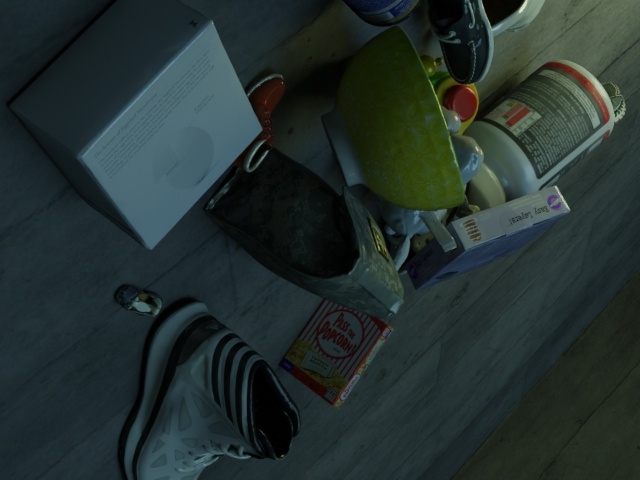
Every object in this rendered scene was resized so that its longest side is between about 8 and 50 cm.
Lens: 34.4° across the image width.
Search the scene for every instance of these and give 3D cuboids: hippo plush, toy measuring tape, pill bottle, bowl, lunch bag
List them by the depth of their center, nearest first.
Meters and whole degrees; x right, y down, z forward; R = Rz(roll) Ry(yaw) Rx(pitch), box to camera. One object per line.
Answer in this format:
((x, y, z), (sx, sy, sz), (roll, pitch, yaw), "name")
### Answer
((0.061, -0.398, 1.471), (0.123, 0.123, 0.219), (-58, 153, 3), "pill bottle")
((0.092, -0.161, 1.553), (0.156, 0.289, 0.289), (-20, 148, 0), "bowl")
((0.000, 0.000, 1.626), (0.169, 0.287, 0.235), (-54, 152, -5), "lunch bag")
((0.191, -0.103, 1.860), (0.234, 0.294, 0.236), (-26, 167, 12), "hippo plush")
((0.258, -0.204, 1.929), (0.121, 0.121, 0.330), (-41, 119, -28), "toy measuring tape")
((0.420, -0.200, 2.163), (0.363, 0.210, 0.210), (-38, 149, -17), "pill bottle")

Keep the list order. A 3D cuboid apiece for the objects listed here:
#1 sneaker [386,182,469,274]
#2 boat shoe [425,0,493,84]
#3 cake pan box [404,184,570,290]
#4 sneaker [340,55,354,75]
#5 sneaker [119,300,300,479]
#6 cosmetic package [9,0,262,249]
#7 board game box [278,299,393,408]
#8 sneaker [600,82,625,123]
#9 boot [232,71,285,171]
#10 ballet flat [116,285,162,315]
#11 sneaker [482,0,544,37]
((0.202, -0.055, 2.075), (0.146, 0.122, 0.330), (-38, 147, -36), "sneaker")
((0.222, -0.391, 1.749), (0.091, 0.114, 0.302), (-34, 128, -30), "boat shoe")
((0.327, -0.004, 2.028), (0.267, 0.070, 0.246), (-19, 168, -22), "cake pan box")
((0.089, -0.291, 1.721), (0.188, 0.066, 0.071), (13, 89, -65), "sneaker")
((-0.184, 0.341, 1.726), (0.169, 0.257, 0.447), (-27, 141, -44), "sneaker")
((-0.217, -0.151, 1.269), (0.224, 0.138, 0.224), (-49, 153, -15), "cosmetic package")
((0.031, 0.213, 2.061), (0.193, 0.147, 0.045), (-56, 153, -3), "board game box")
((0.660, -0.328, 2.540), (0.299, 0.121, 0.112), (-36, 127, -43), "sneaker")
((-0.087, -0.172, 1.520), (0.158, 0.085, 0.059), (-55, 151, -6), "boot")
((-0.266, 0.098, 1.568), (0.041, 0.041, 0.114), (-57, 153, 2), "ballet flat")
((0.346, -0.418, 1.931), (0.290, 0.106, 0.123), (-41, 147, -31), "sneaker")
